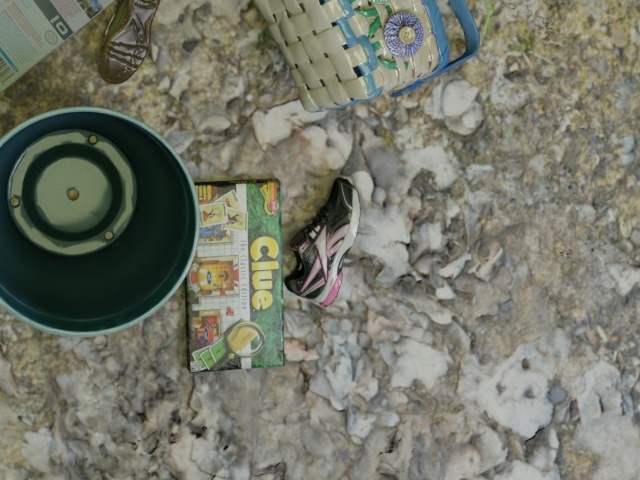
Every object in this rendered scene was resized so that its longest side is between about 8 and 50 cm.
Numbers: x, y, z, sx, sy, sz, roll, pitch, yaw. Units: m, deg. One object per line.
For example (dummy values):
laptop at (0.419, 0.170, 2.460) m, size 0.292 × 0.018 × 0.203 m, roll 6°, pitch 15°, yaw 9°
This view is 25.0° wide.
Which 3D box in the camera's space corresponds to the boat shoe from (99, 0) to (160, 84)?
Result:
boat shoe at (-0.250, -0.278, 1.879) m, size 0.056 × 0.048 × 0.153 m, roll 13°, pitch 103°, yaw -27°

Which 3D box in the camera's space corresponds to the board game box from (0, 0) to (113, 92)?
board game box at (-0.359, -0.355, 1.753) m, size 0.303 × 0.097 × 0.224 m, roll -43°, pitch 113°, yaw -22°

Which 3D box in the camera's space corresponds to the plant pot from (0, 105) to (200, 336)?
plant pot at (-0.303, -0.042, 1.792) m, size 0.272 × 0.255 × 0.271 m, roll -3°, pitch 101°, yaw -13°

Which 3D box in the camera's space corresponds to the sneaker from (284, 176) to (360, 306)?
sneaker at (0.000, 0.000, 1.961) m, size 0.077 × 0.072 × 0.178 m, roll 12°, pitch 95°, yaw -18°

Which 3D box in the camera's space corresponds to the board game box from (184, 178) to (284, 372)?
board game box at (-0.118, 0.048, 1.967) m, size 0.136 × 0.030 × 0.259 m, roll -4°, pitch 100°, yaw -14°

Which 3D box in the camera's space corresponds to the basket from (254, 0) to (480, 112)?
basket at (0.077, -0.302, 1.877) m, size 0.289 × 0.201 × 0.254 m, roll -40°, pitch 109°, yaw -39°
